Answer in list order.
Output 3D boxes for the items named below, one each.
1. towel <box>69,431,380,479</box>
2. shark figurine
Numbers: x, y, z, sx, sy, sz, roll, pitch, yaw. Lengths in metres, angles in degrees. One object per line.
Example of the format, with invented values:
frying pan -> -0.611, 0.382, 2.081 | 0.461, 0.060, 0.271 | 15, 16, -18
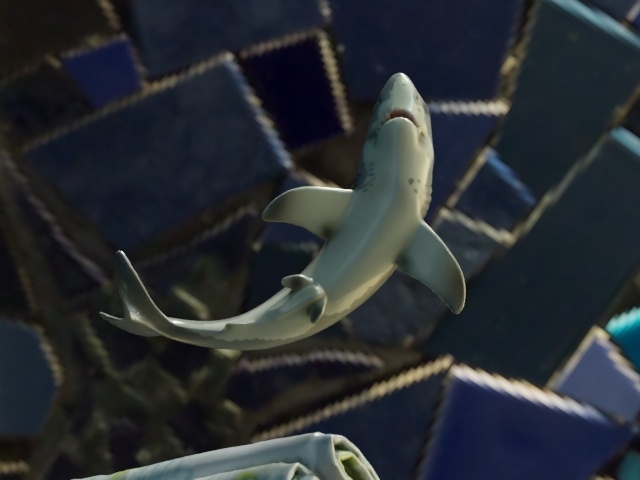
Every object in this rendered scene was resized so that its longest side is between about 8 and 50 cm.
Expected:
towel -> -0.050, 0.305, 1.348 | 0.374, 0.320, 0.090 | -18, 19, 41
shark figurine -> -0.010, 0.027, 1.258 | 0.278, 0.166, 0.116 | -34, -6, -3
